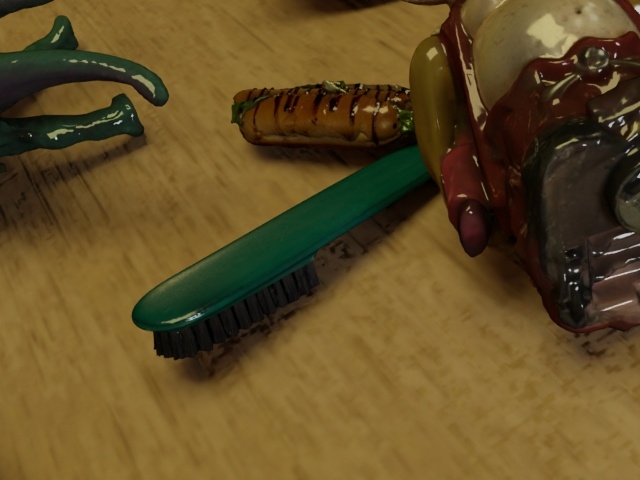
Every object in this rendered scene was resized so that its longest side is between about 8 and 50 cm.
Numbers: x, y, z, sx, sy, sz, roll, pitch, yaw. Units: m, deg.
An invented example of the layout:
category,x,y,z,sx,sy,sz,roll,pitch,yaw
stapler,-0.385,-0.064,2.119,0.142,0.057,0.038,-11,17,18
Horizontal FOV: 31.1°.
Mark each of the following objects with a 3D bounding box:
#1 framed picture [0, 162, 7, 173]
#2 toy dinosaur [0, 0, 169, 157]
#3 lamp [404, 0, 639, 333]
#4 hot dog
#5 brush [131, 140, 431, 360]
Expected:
category,x,y,z,sx,sy,sz,roll,pitch,yaw
framed picture,-0.286,-0.013,0.644,0.136,0.010,0.201,-12,9,18
toy dinosaur,-0.285,-0.070,0.670,0.331,0.129,0.383,-24,26,-12
lamp,0.094,-0.071,0.490,0.118,0.118,0.253,-21,37,6
hot dog,0.002,-0.068,0.597,0.122,0.037,0.049,7,23,35
brush,0.000,0.000,0.530,0.193,0.032,0.043,-30,29,-27
